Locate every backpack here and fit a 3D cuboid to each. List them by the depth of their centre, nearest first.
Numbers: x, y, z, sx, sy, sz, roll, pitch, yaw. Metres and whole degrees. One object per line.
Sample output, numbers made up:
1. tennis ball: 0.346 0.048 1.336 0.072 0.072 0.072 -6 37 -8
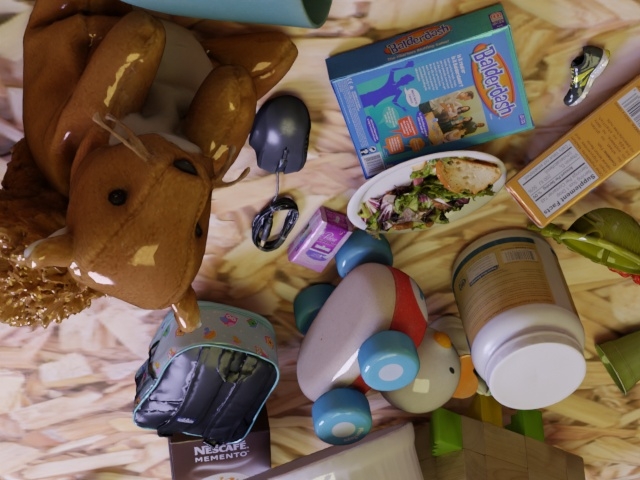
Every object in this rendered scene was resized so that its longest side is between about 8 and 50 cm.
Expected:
1. backpack: -0.141 0.159 1.830 0.165 0.144 0.188 17 138 -19

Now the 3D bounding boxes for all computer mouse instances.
1. computer mouse: -0.051 -0.072 1.706 0.071 0.041 0.242 -2 133 -9

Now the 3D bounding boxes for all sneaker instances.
1. sneaker: 0.303 -0.195 1.667 0.035 0.031 0.083 24 121 -12
2. sneaker: 0.238 0.178 1.953 0.212 0.094 0.080 19 125 -25

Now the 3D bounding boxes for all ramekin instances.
1. ramekin: 0.009 0.341 1.827 0.277 0.135 0.277 -19 175 -2

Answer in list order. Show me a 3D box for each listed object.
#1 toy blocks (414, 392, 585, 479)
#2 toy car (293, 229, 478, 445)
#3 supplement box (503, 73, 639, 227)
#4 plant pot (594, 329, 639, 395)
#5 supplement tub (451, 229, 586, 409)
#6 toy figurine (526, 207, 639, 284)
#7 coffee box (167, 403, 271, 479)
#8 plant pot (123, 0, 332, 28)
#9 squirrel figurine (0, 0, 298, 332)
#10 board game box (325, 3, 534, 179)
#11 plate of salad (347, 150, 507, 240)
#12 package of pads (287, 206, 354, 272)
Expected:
1. toy blocks: 0.194 0.357 2.054 0.261 0.191 0.381 -24 146 38
2. toy car: 0.111 0.141 1.811 0.238 0.219 0.210 18 127 -26
3. supplement box: 0.333 -0.114 1.693 0.233 0.078 0.080 -37 87 25
4. plant pot: 0.438 0.161 1.991 0.079 0.083 0.083 -29 132 1
5. supplement tub: 0.252 0.099 1.809 0.144 0.200 0.144 -5 133 -5
6. toy figurine: 0.474 -0.029 1.811 0.362 0.191 0.217 26 94 -21
7. coffee box: -0.142 0.317 2.009 0.141 0.098 0.246 -7 133 -7
8. plant pot: -0.119 -0.336 1.293 0.235 0.293 0.293 0 134 9
9. squirrel figurine: -0.216 -0.043 1.475 0.281 0.370 0.397 27 123 -31
10. board game box: 0.128 -0.169 1.643 0.210 0.047 0.160 -16 133 6
11. plate of salad: 0.131 -0.048 1.723 0.199 0.048 0.200 -12 155 -6
12. package of pads: 0.000 0.000 1.787 0.050 0.032 0.083 19 127 -28
